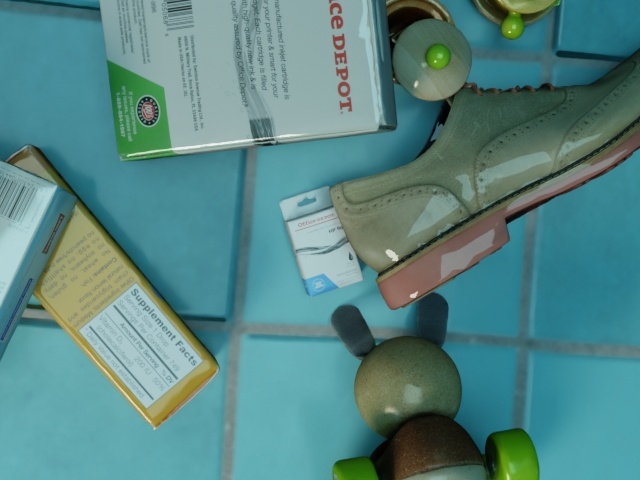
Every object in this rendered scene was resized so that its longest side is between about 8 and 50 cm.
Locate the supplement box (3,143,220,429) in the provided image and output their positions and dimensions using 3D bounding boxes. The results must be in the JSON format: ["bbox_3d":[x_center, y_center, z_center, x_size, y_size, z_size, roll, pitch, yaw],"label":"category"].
[{"bbox_3d":[-0.181,0.036,0.847,0.080,0.078,0.233,-38,98,-6],"label":"supplement box"}]

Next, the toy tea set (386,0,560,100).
[{"bbox_3d":[0.128,-0.277,0.841,0.200,0.124,0.336,4,93,-7],"label":"toy tea set"}]

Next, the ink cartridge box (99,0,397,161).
[{"bbox_3d":[-0.052,-0.146,0.814,0.208,0.087,0.153,-4,94,14],"label":"ink cartridge box"}]

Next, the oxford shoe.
[{"bbox_3d":[0.167,-0.090,0.862,0.348,0.123,0.130,-35,87,-10],"label":"oxford shoe"}]

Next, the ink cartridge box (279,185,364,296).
[{"bbox_3d":[0.000,0.000,0.891,0.048,0.028,0.083,-18,95,-6],"label":"ink cartridge box"}]

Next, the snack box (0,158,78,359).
[{"bbox_3d":[-0.362,-0.015,0.763,0.322,0.060,0.187,24,84,4],"label":"snack box"}]

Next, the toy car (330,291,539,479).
[{"bbox_3d":[0.071,0.137,0.881,0.155,0.149,0.188,-8,66,-10],"label":"toy car"}]
